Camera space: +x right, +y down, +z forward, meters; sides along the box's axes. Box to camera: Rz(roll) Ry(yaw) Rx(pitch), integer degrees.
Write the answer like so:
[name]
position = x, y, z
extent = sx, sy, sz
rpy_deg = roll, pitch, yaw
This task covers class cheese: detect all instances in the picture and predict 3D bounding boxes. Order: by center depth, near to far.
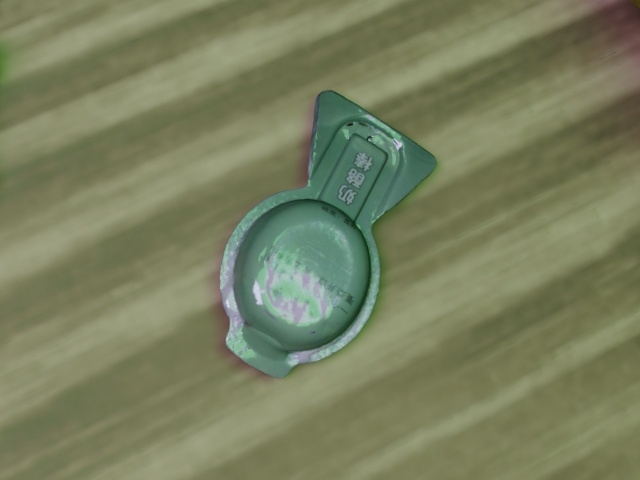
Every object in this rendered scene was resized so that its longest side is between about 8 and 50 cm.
[cheese]
position = 0.000, 0.000, 0.802
extent = 0.067, 0.026, 0.120
rpy_deg = 32, 71, -11

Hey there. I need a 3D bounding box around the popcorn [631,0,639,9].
[popcorn]
position = 0.224, -0.161, 0.808
extent = 0.190, 0.250, 0.250
rpy_deg = -24, 88, -27
